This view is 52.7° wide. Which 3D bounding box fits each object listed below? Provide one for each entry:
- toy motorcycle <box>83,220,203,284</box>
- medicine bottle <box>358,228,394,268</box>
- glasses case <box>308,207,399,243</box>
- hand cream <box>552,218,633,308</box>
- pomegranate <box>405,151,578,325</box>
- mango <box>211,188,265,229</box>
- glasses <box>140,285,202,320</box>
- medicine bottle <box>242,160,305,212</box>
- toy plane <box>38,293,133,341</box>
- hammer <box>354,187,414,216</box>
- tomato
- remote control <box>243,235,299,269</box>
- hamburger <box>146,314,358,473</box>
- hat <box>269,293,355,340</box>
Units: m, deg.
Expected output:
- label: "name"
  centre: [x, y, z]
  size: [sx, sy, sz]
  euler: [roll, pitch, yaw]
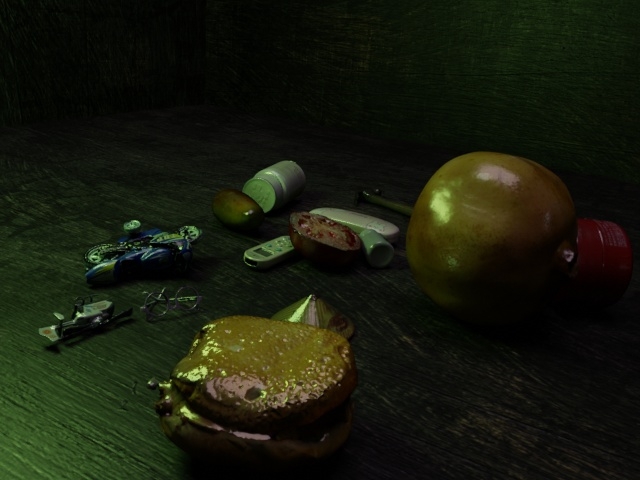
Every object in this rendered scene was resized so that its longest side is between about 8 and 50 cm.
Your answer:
- label: "toy motorcycle"
  centre: [-0.428, 0.034, 1.599]
  size: [0.315, 0.113, 0.169]
  euler: [-16, 36, -25]
- label: "medicine bottle"
  centre: [0.151, 0.019, 1.802]
  size: [0.080, 0.080, 0.130]
  euler: [0, 20, -11]
- label: "glasses case"
  centre: [0.097, -0.045, 1.974]
  size: [0.297, 0.075, 0.113]
  euler: [16, 21, 26]
- label: "hand cream"
  centre: [0.652, 0.054, 1.605]
  size: [0.149, 0.230, 0.230]
  euler: [3, 20, -7]
- label: "pomegranate"
  centre: [0.404, -0.003, 1.476]
  size: [0.417, 0.416, 0.416]
  euler: [4, 20, -1]
- label: "mango"
  centre: [-0.256, -0.092, 1.973]
  size: [0.133, 0.111, 0.267]
  euler: [11, 12, -33]
- label: "glasses"
  centre: [-0.349, 0.138, 1.444]
  size: [0.140, 0.062, 0.104]
  euler: [-10, 2, -35]
- label: "medicine bottle"
  centre: [-0.157, -0.182, 2.201]
  size: [0.143, 0.143, 0.258]
  euler: [11, 20, 18]
- label: "toy plane"
  centre: [-0.485, 0.159, 1.319]
  size: [0.078, 0.053, 0.197]
  euler: [26, 24, 28]
- label: "hammer"
  centre: [0.300, -0.110, 2.246]
  size: [0.440, 0.044, 0.168]
  euler: [22, 25, 40]
- label: "tomato"
  centre: [0.001, 0.002, 1.763]
  size: [0.225, 0.085, 0.225]
  euler: [19, 23, -9]
- label: "remote control"
  centre: [-0.125, 0.033, 1.759]
  size: [0.078, 0.042, 0.221]
  euler: [23, 26, 26]
- label: "hamburger"
  centre: [-0.098, 0.235, 1.015]
  size: [0.314, 0.170, 0.290]
  euler: [6, 17, 8]
- label: "hat"
  centre: [-0.018, 0.153, 1.394]
  size: [0.193, 0.082, 0.193]
  euler: [4, 21, -1]
